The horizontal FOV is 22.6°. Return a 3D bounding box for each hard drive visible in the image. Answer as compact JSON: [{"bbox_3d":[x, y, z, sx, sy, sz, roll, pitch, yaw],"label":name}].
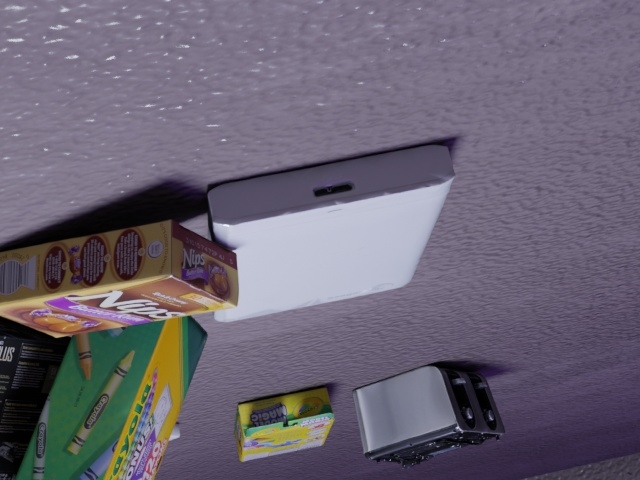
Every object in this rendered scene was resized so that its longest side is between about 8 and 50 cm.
[{"bbox_3d":[0.000,0.000,1.448,0.203,0.040,0.307,-11,163,-7],"label":"hard drive"}]

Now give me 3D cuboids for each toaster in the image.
[{"bbox_3d":[0.148,0.253,2.296,0.186,0.110,0.168,-22,161,26],"label":"toaster"}]

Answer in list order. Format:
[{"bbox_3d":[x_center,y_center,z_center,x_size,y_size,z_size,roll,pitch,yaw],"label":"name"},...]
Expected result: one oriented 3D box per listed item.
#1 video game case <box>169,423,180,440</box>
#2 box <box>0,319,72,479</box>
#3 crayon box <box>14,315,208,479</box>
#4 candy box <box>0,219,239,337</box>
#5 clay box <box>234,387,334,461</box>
[{"bbox_3d":[-0.323,0.284,2.184,0.201,0.023,0.183,-22,162,28],"label":"video game case"},{"bbox_3d":[-0.310,0.150,1.488,0.078,0.147,0.180,19,-177,31],"label":"box"},{"bbox_3d":[-0.204,0.187,1.504,0.081,0.278,0.165,18,169,12],"label":"crayon box"},{"bbox_3d":[-0.175,0.034,1.333,0.187,0.053,0.109,-12,159,25],"label":"candy box"},{"bbox_3d":[-0.053,0.257,2.253,0.127,0.053,0.222,-11,163,-9],"label":"clay box"}]
